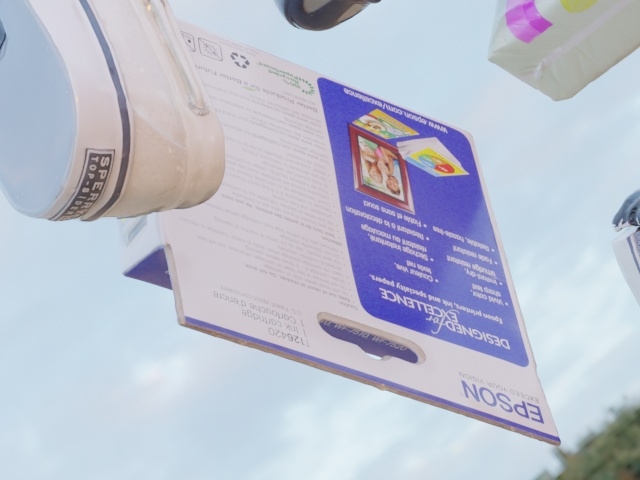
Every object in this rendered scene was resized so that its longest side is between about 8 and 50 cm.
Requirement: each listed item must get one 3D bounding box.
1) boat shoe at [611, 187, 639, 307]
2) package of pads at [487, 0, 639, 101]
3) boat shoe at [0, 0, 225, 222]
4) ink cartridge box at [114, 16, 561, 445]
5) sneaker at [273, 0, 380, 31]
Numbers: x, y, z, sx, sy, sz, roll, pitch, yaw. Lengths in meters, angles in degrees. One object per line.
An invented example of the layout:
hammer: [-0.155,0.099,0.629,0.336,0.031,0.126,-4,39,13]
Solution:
boat shoe: [0.381,0.096,1.652,0.127,0.340,0.158,-32,4,-28]
package of pads: [0.267,-0.279,1.574,0.296,0.101,0.229,-37,31,48]
boat shoe: [-0.139,-0.161,1.138,0.156,0.367,0.136,2,-45,-37]
ink cartridge box: [0.000,0.000,1.335,0.303,0.307,0.072,20,-49,-29]
sneaker: [0.084,-0.252,1.580,0.112,0.131,0.319,5,-39,-46]
